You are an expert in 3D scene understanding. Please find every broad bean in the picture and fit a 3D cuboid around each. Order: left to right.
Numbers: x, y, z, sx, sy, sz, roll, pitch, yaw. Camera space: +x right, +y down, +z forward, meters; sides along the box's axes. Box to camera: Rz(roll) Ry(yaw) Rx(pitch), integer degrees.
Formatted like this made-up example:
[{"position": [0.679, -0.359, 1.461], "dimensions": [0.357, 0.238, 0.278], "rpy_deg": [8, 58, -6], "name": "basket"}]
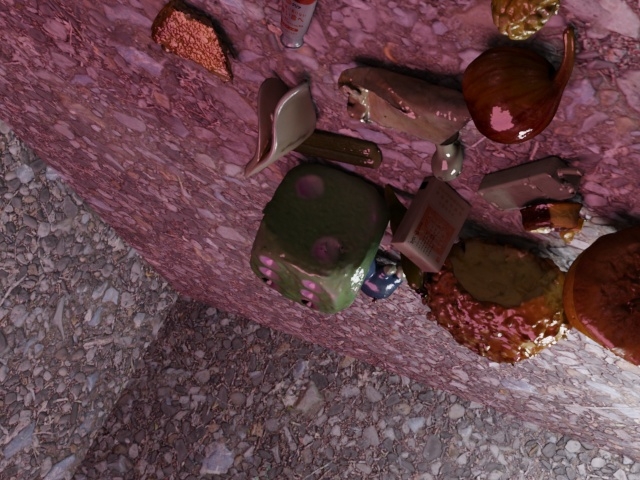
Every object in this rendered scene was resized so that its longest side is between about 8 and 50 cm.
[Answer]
[{"position": [0.227, 0.003, 1.963], "dimensions": [0.061, 0.339, 0.077], "rpy_deg": [3, 152, -32], "name": "broad bean"}]

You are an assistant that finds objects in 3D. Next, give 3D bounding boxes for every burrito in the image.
[{"position": [0.191, -0.276, 1.571], "dimensions": [0.348, 0.107, 0.175], "rpy_deg": [18, 173, 30], "name": "burrito"}]

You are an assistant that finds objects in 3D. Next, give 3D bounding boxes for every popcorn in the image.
[{"position": [0.321, -0.370, 1.171], "dimensions": [0.106, 0.120, 0.116], "rpy_deg": [1, -173, -37], "name": "popcorn"}]

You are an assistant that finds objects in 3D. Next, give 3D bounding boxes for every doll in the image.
[{"position": [0.139, 0.086, 2.458], "dimensions": [0.258, 0.154, 0.228], "rpy_deg": [40, 161, -13], "name": "doll"}]

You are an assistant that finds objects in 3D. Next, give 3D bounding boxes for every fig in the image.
[{"position": [0.362, -0.261, 1.329], "dimensions": [0.207, 0.175, 0.175], "rpy_deg": [-12, 140, 32], "name": "fig"}]

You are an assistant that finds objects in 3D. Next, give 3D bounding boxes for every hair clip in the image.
[{"position": [-0.089, -0.276, 1.838], "dimensions": [0.113, 0.172, 0.282], "rpy_deg": [33, 140, 26], "name": "hair clip"}]

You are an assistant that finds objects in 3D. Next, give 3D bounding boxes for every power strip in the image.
[{"position": [0.466, -0.122, 1.654], "dimensions": [0.093, 0.053, 0.288], "rpy_deg": [36, 158, -21], "name": "power strip"}]

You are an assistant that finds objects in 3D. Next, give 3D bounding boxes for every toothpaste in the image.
[{"position": [-0.041, -0.469, 1.481], "dimensions": [0.089, 0.057, 0.234], "rpy_deg": [32, 151, 7], "name": "toothpaste"}]

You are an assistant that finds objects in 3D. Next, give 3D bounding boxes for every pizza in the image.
[{"position": [-0.284, -0.469, 1.763], "dimensions": [0.226, 0.069, 0.147], "rpy_deg": [25, 138, -3], "name": "pizza"}]

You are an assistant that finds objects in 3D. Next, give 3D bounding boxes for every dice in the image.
[{"position": [0.000, 0.000, 2.138], "dimensions": [0.318, 0.330, 0.322], "rpy_deg": [24, 158, 5], "name": "dice"}]

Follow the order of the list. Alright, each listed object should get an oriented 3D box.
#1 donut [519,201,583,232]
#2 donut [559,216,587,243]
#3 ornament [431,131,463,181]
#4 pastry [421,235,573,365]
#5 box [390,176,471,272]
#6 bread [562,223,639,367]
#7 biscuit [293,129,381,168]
[{"position": [0.511, -0.052, 1.686], "dimensions": [0.140, 0.059, 0.140], "rpy_deg": [0, 173, 0], "name": "donut"}, {"position": [0.585, -0.023, 1.764], "dimensions": [0.067, 0.038, 0.083], "rpy_deg": [41, 158, -25], "name": "donut"}, {"position": [0.283, -0.193, 1.695], "dimensions": [0.075, 0.081, 0.156], "rpy_deg": [55, 173, 34], "name": "ornament"}, {"position": [0.468, 0.164, 1.991], "dimensions": [0.405, 0.292, 0.337], "rpy_deg": [16, 145, 23], "name": "pastry"}, {"position": [0.275, -0.039, 1.881], "dimensions": [0.141, 0.201, 0.058], "rpy_deg": [40, 161, -26], "name": "box"}, {"position": [0.676, 0.116, 1.644], "dimensions": [0.312, 0.312, 0.172], "rpy_deg": [29, 171, -4], "name": "bread"}, {"position": [0.011, -0.242, 1.965], "dimensions": [0.322, 0.038, 0.099], "rpy_deg": [17, 154, 28], "name": "biscuit"}]
